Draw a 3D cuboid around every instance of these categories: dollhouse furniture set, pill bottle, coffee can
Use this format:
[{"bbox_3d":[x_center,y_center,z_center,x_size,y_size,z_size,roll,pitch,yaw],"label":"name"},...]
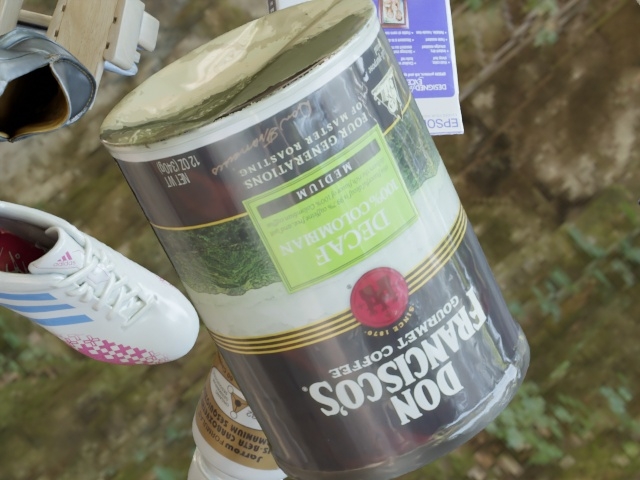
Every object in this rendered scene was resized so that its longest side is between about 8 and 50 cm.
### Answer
[{"bbox_3d":[-0.301,-0.162,1.529,0.286,0.198,0.303,15,-2,16],"label":"dollhouse furniture set"},{"bbox_3d":[-0.066,0.186,1.522,0.131,0.131,0.229,45,-51,34],"label":"pill bottle"},{"bbox_3d":[0.000,0.000,0.968,0.275,0.201,0.201,63,-12,-22],"label":"coffee can"}]

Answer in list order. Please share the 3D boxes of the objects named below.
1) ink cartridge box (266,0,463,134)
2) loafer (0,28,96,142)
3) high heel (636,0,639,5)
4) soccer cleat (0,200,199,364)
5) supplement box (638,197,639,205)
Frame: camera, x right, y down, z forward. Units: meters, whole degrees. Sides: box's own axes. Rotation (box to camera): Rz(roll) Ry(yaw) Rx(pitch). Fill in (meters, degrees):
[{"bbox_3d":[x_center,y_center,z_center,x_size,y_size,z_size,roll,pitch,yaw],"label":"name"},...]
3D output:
[{"bbox_3d":[0.049,-0.211,1.574,0.045,0.206,0.208,152,-67,-71],"label":"ink cartridge box"},{"bbox_3d":[-0.156,-0.072,0.728,0.061,0.062,0.170,27,14,15],"label":"loafer"},{"bbox_3d":[0.290,-0.161,0.934,0.244,0.117,0.082,51,20,14],"label":"high heel"},{"bbox_3d":[-0.265,0.049,1.544,0.331,0.116,0.143,24,-26,-24],"label":"soccer cleat"},{"bbox_3d":[0.620,-0.198,2.056,0.194,0.356,0.195,20,-39,15],"label":"supplement box"}]
